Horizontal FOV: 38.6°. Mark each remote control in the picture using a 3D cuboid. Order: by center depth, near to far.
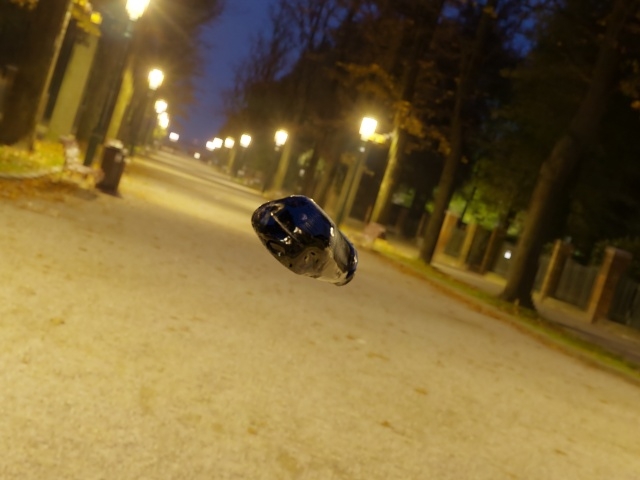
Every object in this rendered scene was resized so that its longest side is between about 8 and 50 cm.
[{"bbox_3d":[0.000,0.000,0.971,0.090,0.066,0.266,57,8,12],"label":"remote control"}]
